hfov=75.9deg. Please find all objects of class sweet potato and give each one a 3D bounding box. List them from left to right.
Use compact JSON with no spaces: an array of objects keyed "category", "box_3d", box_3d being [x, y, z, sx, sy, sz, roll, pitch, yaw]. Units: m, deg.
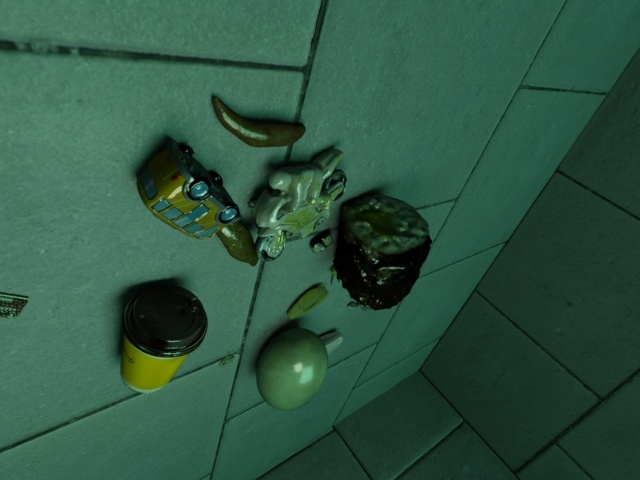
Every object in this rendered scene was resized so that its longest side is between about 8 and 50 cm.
[{"category":"sweet potato","box_3d":[-0.202,0.013,1.069,0.077,0.077,0.244,-39,146,-8]},{"category":"sweet potato","box_3d":[-0.126,-0.238,0.886,0.255,0.058,0.078,1,110,-45]}]

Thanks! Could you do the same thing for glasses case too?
[{"category":"glasses case","box_3d":[-0.022,0.485,1.800,0.296,0.075,0.113,-16,140,-36]}]

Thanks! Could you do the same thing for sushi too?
[{"category":"sushi","box_3d":[0.000,0.000,1.321,0.083,0.044,0.046,-35,125,-17]},{"category":"sushi","box_3d":[0.193,0.043,1.335,0.281,0.300,0.294,-11,139,-19]}]

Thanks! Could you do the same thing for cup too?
[{"category":"cup","box_3d":[-0.406,0.253,1.024,0.196,0.196,0.280,-7,141,-44]}]

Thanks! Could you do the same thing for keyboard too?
[{"category":"keyboard","box_3d":[-0.636,0.115,0.753,0.055,0.017,0.166,-49,148,7]}]

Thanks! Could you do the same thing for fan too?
[{"category":"fan","box_3d":[-0.334,0.423,1.451,0.060,0.003,0.080,-36,147,-14]}]

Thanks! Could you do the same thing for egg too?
[{"category":"egg","box_3d":[-0.107,0.484,1.540,0.258,0.258,0.352,-3,132,-47]}]

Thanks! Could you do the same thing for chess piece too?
[{"category":"chess piece","box_3d":[-0.160,-0.068,1.056,0.042,0.042,0.093,-37,142,-12]}]

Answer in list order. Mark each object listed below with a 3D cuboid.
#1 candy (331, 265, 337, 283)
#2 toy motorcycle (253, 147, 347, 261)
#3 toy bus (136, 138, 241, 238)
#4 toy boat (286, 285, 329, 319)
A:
[{"category":"candy","box_3d":[0.049,0.134,1.530,0.035,0.035,0.123,12,142,-2]},{"category":"toy motorcycle","box_3d":[-0.057,-0.110,1.049,0.340,0.107,0.223,-42,140,-23]},{"category":"toy bus","box_3d":[-0.267,-0.088,0.837,0.136,0.126,0.209,-37,149,4]},{"category":"toy boat","box_3d":[-0.046,0.226,1.497,0.172,0.065,0.066,-35,166,-10]}]
